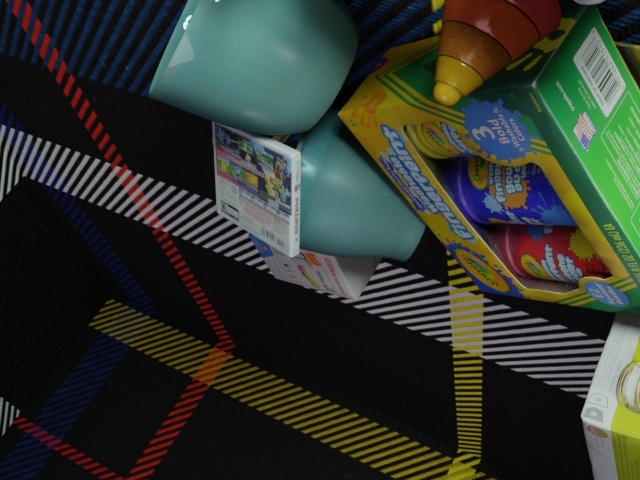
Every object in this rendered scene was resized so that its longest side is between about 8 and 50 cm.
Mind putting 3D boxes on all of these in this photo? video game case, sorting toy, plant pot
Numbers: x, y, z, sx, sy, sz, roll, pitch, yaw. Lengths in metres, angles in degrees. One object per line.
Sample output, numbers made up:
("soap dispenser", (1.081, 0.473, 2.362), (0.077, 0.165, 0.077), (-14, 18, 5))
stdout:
("video game case", (-0.106, -0.091, 1.137), (0.201, 0.023, 0.183), (30, 131, 37))
("sorting toy", (0.041, -0.242, 0.687), (0.366, 0.126, 0.127), (30, -179, 15))
("plant pot", (0.065, -0.086, 1.261), (0.255, 0.271, 0.271), (18, 154, -4))
("plant pot", (-0.087, -0.291, 1.037), (0.235, 0.293, 0.293), (26, 157, -20))

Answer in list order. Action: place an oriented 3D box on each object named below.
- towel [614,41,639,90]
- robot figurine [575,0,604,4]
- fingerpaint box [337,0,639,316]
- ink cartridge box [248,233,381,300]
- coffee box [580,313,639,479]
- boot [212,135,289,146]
("towel", (0.419, -0.182, 0.815), (0.102, 0.021, 0.237), (44, -179, -29))
("robot figurine", (0.255, -0.325, 0.505), (0.200, 0.353, 0.300), (41, 155, -1))
("fingerpaint box", (0.299, -0.092, 1.025), (0.445, 0.163, 0.371), (47, 158, -28))
("ink cartridge box", (0.000, 0.000, 1.554), (0.233, 0.168, 0.171), (13, 147, 33))
("coffee box", (0.648, 0.270, 1.112), (0.334, 0.337, 0.338), (11, 146, 35))
("boot", (-0.120, -0.204, 1.292), (0.095, 0.203, 0.262), (34, 153, -1))
